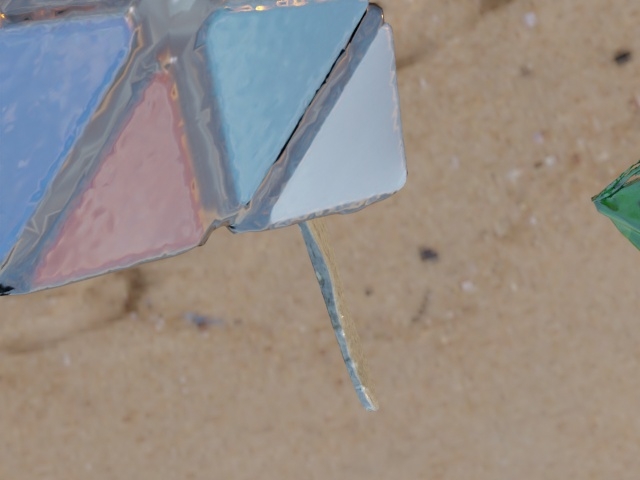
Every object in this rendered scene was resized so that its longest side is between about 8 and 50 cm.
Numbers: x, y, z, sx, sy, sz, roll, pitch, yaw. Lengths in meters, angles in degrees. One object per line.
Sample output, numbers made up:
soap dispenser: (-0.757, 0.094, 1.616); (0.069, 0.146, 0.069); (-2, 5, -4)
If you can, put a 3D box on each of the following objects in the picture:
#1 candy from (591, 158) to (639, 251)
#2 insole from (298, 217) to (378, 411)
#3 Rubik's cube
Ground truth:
candy: (0.305, 0.000, 1.436); (0.141, 0.078, 0.203); (-23, 127, 17)
insole: (0.000, 0.000, 1.254); (0.011, 0.248, 0.081); (-19, 174, 9)
Rubik's cube: (-0.143, -0.088, 0.513); (0.250, 0.234, 0.284); (-46, 148, -24)
